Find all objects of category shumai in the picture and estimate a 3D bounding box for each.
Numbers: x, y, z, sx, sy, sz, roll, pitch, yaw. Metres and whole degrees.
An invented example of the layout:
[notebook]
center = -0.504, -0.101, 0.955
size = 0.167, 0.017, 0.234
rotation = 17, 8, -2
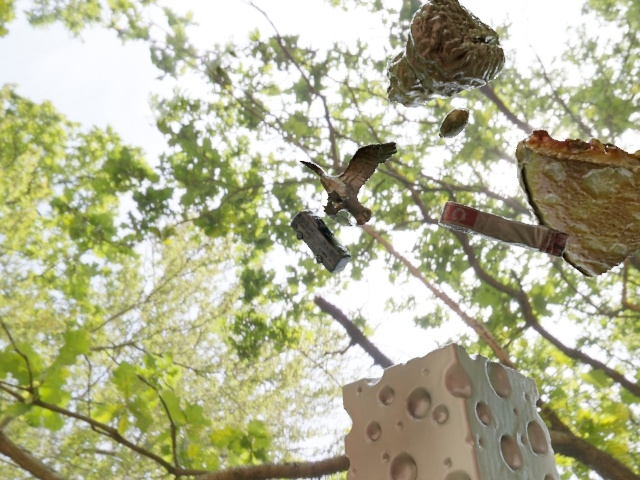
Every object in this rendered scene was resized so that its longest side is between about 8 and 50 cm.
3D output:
[shumai]
center = 0.193, -0.295, 0.933
size = 0.206, 0.175, 0.166
rotation = -27, -100, -41

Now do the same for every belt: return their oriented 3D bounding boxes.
[belt]
center = 0.333, -0.020, 1.023
size = 0.232, 0.071, 0.053
rotation = 16, -92, 9

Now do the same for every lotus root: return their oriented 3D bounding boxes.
[lotus root]
center = 0.310, -0.268, 1.303
size = 0.054, 0.099, 0.049
rotation = -24, -108, -39

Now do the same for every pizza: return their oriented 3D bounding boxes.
[pizza]
center = 0.641, -0.093, 1.158
size = 0.406, 0.440, 0.130
rotation = -10, -136, 41

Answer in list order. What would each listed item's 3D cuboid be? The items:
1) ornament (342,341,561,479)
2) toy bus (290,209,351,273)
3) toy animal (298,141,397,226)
[ornament]
center = 0.203, 0.337, 0.884
size = 0.239, 0.240, 0.239
rotation = 28, -135, -35
[toy bus]
center = 0.000, 0.000, 1.244
size = 0.047, 0.065, 0.166
rotation = -8, -131, -46
[toy animal]
center = 0.040, -0.122, 1.223
size = 0.197, 0.272, 0.160
rotation = 25, -147, -12
